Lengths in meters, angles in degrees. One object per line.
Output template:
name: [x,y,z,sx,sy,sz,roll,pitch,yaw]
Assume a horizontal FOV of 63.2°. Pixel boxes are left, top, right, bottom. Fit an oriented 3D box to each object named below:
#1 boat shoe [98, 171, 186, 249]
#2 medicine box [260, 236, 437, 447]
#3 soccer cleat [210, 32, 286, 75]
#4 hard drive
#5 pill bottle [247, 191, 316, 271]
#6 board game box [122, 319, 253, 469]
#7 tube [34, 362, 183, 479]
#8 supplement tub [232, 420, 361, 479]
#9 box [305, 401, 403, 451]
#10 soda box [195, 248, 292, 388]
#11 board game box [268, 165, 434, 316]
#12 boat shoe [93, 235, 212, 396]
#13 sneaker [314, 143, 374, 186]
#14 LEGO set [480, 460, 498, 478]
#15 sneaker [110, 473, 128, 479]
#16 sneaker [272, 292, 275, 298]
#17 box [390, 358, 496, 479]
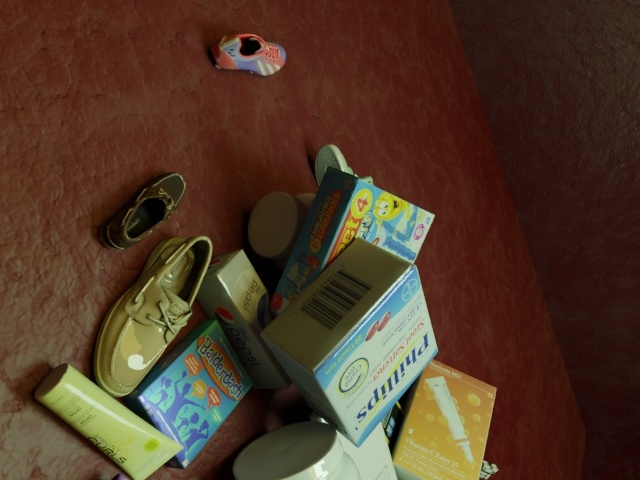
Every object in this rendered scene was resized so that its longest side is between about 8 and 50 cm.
boat shoe: [-0.295,-0.056,0.917,0.073,0.073,0.207,56,40,-26]
medicine box: [0.071,0.194,0.984,0.263,0.149,0.289,-44,136,-20]
soccer cleat: [-0.145,-0.434,1.204,0.248,0.095,0.083,-22,98,-53]
hard drive: [0.085,0.489,1.169,0.210,0.040,0.319,-24,100,-53]
pill bottle: [0.000,0.000,1.198,0.333,0.187,0.188,19,66,-49]
board game box: [-0.228,0.269,0.935,0.210,0.047,0.160,-48,118,-49]
tube: [-0.320,0.282,0.793,0.240,0.070,0.062,55,37,-29]
supplement tub: [-0.020,0.542,0.974,0.241,0.240,0.332,-25,100,-53]
box: [0.078,0.468,1.266,0.257,0.079,0.322,61,39,-25]
soda box: [-0.142,0.163,1.039,0.286,0.098,0.091,62,39,-20]
board game box: [0.076,0.039,1.086,0.301,0.086,0.309,15,99,-50]
boat shoe: [-0.272,0.113,0.876,0.109,0.098,0.303,49,45,-33]
sneaker: [0.074,-0.168,1.420,0.151,0.094,0.256,-49,129,-41]
LEGO set: [0.444,0.707,1.679,0.227,0.093,0.087,26,19,-17]
sneaker: [-0.242,0.417,0.790,0.282,0.102,0.161,-14,86,-37]
sneaker: [-0.017,0.214,1.198,0.262,0.121,0.099,37,17,-16]
box: [0.320,0.531,1.412,0.168,0.214,0.345,103,14,-44]
